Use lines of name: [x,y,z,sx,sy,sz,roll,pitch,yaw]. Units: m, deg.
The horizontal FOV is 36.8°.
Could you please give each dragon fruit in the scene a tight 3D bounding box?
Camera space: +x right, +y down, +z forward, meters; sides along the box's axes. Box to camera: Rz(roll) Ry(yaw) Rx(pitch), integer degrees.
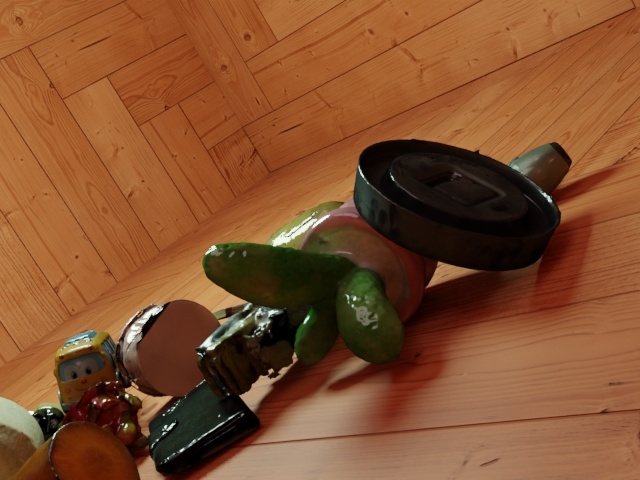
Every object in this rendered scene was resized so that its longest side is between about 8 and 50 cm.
dragon fruit: [-0.370,0.319,1.692,0.208,0.150,0.133,18,58,44]

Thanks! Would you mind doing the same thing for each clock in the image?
clock: [0.205,-0.059,1.472,0.319,0.319,0.066,-51,-22,-61]

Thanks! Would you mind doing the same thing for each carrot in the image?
carrot: [-0.407,0.394,1.459,0.225,0.159,0.159,-38,8,20]

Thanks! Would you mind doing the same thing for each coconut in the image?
coconut: [-0.598,0.394,1.678,0.237,0.237,0.266,-33,18,-10]

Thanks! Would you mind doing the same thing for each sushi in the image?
sushi: [-0.068,0.157,1.584,0.131,0.139,0.291,-10,21,46]

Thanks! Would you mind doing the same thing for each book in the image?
book: [-0.132,0.133,1.965,0.231,0.026,0.157,-14,-3,-35]

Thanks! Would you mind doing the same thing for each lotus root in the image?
lotus root: [0.000,0.000,2.092,0.284,0.146,0.160,-34,29,20]

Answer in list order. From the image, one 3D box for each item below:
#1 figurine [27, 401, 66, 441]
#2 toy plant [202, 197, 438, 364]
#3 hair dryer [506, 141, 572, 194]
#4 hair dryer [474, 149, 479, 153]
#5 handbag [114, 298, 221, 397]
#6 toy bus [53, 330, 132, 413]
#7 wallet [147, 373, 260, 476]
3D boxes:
figurine: [-0.519,0.365,1.862,0.114,0.108,0.196,-4,-10,-12]
toy plant: [0.030,0.048,1.489,0.356,0.317,0.210,-44,-24,-51]
hair dryer: [0.330,-0.073,1.768,0.229,0.092,0.267,-39,-2,-10]
hair dryer: [0.302,-0.156,2.169,0.312,0.123,0.340,-4,17,45]
handbag: [-0.289,0.208,1.848,0.116,0.179,0.205,-31,20,52]
toy bus: [-0.451,0.251,1.886,0.126,0.136,0.209,-17,3,-4]
wallet: [-0.203,0.294,1.566,0.172,0.045,0.318,-31,9,-10]
